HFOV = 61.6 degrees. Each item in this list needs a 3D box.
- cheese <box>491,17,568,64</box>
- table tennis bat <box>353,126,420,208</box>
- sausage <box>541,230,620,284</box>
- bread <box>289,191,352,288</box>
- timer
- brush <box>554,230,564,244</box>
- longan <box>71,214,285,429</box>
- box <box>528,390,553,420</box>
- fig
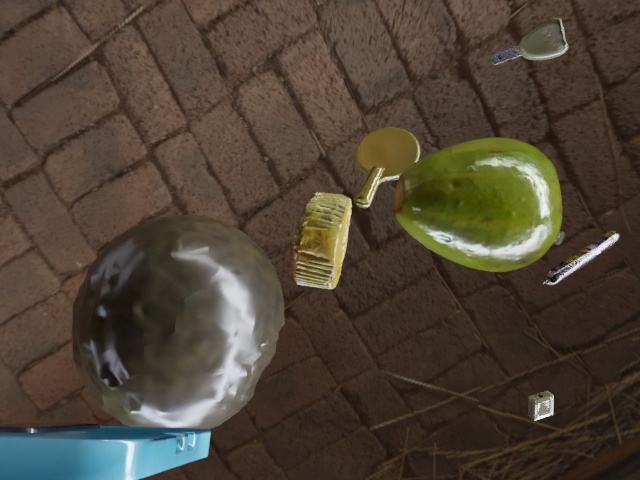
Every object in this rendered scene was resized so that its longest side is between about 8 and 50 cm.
[{"bbox_3d":[0.546,-0.511,1.418,0.192,0.037,0.097,-11,97,37],"label":"cheese"},{"bbox_3d":[0.187,-0.231,1.659,0.198,0.050,0.321,19,63,18],"label":"table tennis bat"},{"bbox_3d":[0.428,0.027,0.874,0.198,0.028,0.025,-25,124,-24],"label":"sausage"},{"bbox_3d":[0.000,0.000,1.401,0.133,0.179,0.250,11,106,13],"label":"bread"},{"bbox_3d":[-0.235,0.198,0.450,0.250,0.232,0.091,-4,72,3],"label":"timer"},{"bbox_3d":[0.521,-0.007,1.187,0.027,0.190,0.034,23,100,34],"label":"brush"},{"bbox_3d":[-0.244,0.147,0.969,0.391,0.391,0.391,1,100,4],"label":"longan"},{"bbox_3d":[0.743,0.555,1.810,0.079,0.035,0.083,-10,107,-17],"label":"box"},{"bbox_3d":[0.289,-0.066,1.011,0.326,0.258,0.258,-1,101,-21],"label":"fig"}]
